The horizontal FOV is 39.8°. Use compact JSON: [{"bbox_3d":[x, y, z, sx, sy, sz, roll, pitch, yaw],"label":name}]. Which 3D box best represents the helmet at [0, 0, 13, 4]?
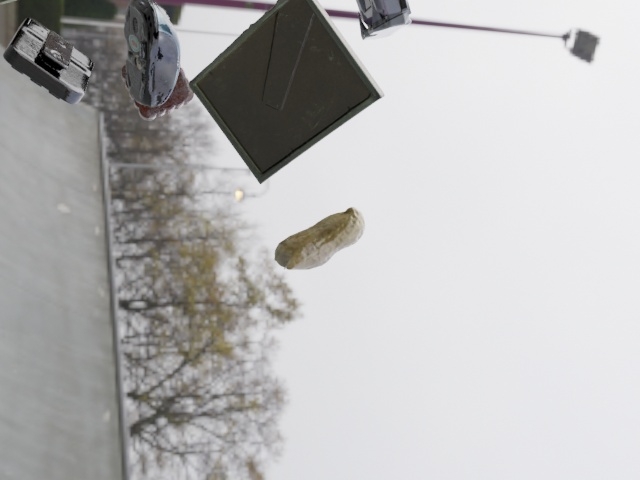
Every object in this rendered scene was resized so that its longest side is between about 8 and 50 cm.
[{"bbox_3d":[-0.600,-0.549,1.625,0.204,0.258,0.137,61,-18,23],"label":"helmet"}]

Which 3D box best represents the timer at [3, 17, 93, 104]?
[{"bbox_3d":[-0.467,-0.317,1.541,0.055,0.144,0.187,-46,-154,17],"label":"timer"}]

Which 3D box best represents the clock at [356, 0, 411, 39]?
[{"bbox_3d":[0.115,-0.531,1.890,0.253,0.083,0.186,-135,-151,-82],"label":"clock"}]

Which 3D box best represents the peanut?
[{"bbox_3d":[0.000,0.000,1.877,0.099,0.214,0.099,53,-11,15],"label":"peanut"}]

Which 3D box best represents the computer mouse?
[{"bbox_3d":[-0.351,-0.397,1.859,0.137,0.096,0.233,51,-37,44],"label":"computer mouse"}]

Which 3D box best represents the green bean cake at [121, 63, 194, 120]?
[{"bbox_3d":[-0.367,-0.351,1.994,0.135,0.136,0.056,64,-13,-2],"label":"green bean cake"}]

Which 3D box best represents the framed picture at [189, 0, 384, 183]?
[{"bbox_3d":[-0.063,-0.240,1.403,0.289,0.016,0.213,-32,-84,38],"label":"framed picture"}]
